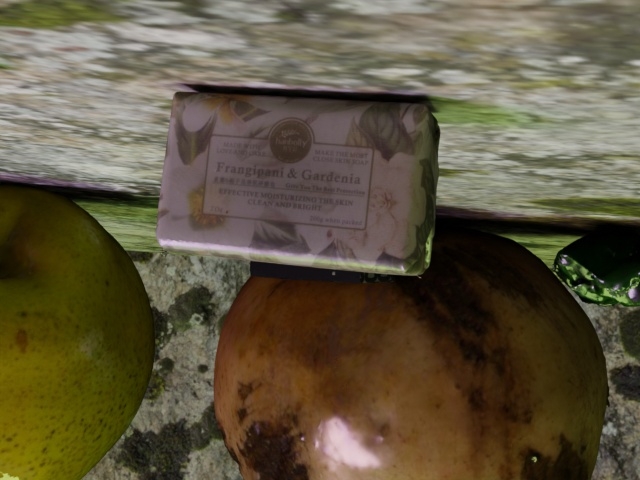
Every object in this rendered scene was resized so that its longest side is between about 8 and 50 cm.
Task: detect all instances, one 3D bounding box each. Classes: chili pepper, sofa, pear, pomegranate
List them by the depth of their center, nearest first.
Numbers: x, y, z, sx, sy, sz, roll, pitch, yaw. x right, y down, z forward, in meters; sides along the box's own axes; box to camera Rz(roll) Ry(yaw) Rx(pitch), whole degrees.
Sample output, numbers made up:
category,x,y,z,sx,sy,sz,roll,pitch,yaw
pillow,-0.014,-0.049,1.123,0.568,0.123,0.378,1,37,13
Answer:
category,x,y,z,sx,sy,sz,roll,pitch,yaw
sofa,0.000,0.000,0.861,0.118,0.060,0.039,1,-177,45
chili pepper,0.228,0.022,0.897,0.098,0.060,0.224,9,177,13
pomegranate,0.074,0.122,0.966,0.322,0.322,0.322,5,177,0
pear,-0.278,0.094,1.007,0.294,0.294,0.294,5,177,0

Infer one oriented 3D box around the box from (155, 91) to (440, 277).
category,x,y,z,sx,sy,sz,roll,pitch,yaw
box,-0.007,-0.020,0.426,0.098,0.062,0.045,3,178,14
